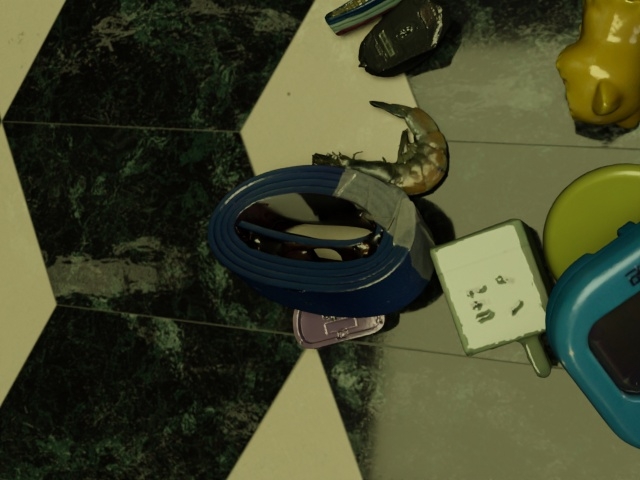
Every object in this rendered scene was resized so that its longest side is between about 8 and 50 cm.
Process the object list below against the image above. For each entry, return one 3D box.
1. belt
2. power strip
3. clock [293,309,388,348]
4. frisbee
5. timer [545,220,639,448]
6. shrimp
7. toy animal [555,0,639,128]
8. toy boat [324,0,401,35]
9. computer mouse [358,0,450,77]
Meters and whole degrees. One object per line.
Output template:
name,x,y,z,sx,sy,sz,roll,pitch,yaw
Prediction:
belt,0.000,0.000,1.327,0.347,0.117,0.212,7,67,29
power strip,0.266,0.096,1.251,0.140,0.139,0.224,-20,81,16
clock,0.030,0.109,1.378,0.153,0.050,0.110,-16,82,17
frisbee,0.430,0.007,1.216,0.236,0.017,0.236,10,113,23
timer,0.481,0.098,1.126,0.340,0.115,0.309,-37,108,8
shrimp,0.096,-0.148,1.376,0.217,0.051,0.150,7,86,12
toy animal,0.423,-0.275,1.219,0.156,0.156,0.229,13,93,19
toy boat,0.113,-0.397,1.377,0.229,0.080,0.046,-26,113,13
computer mouse,0.135,-0.321,1.368,0.172,0.057,0.099,-30,79,27
